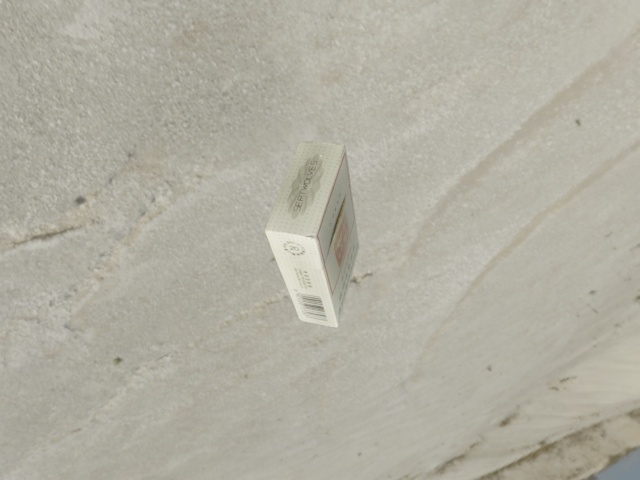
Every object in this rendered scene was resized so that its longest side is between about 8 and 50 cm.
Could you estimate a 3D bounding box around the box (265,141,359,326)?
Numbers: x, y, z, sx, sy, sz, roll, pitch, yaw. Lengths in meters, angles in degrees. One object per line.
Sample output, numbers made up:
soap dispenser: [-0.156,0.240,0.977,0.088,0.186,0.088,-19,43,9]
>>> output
box: [-0.001,0.000,0.984,0.330,0.095,0.210,74,28,-54]
